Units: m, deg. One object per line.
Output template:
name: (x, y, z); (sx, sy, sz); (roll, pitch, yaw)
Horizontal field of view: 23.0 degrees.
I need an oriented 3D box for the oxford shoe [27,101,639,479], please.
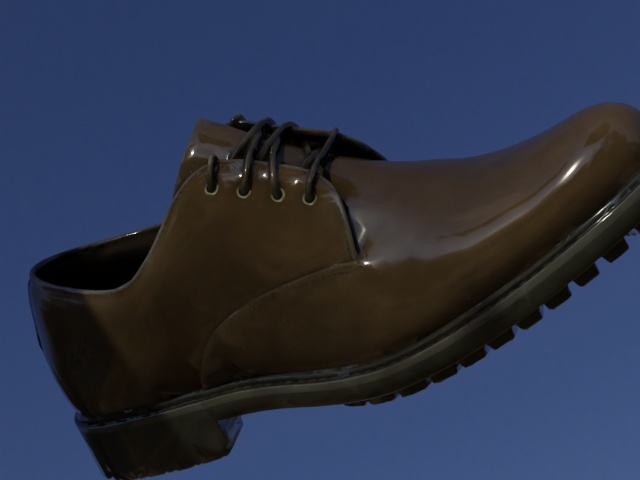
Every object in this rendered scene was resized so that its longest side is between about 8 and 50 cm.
oxford shoe: (0.000, 0.000, 0.488); (0.227, 0.083, 0.096); (-22, -75, 22)
